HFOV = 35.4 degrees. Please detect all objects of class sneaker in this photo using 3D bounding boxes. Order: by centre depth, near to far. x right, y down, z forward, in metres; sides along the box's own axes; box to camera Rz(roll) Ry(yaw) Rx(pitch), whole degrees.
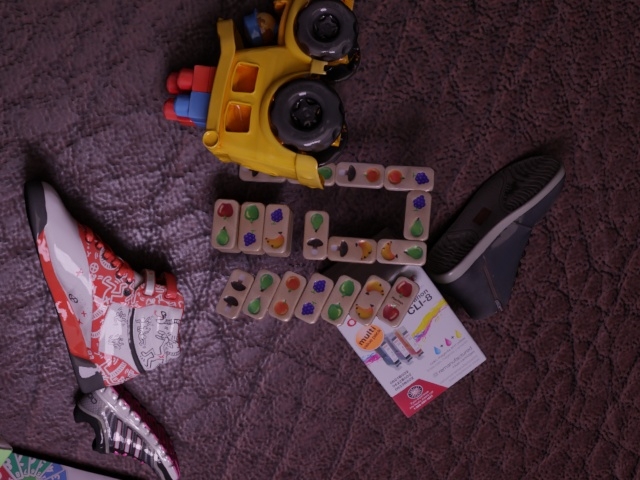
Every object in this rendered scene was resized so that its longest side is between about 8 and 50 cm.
[{"bbox_3d":[-0.246,0.039,1.175,0.145,0.090,0.270,-17,112,-14],"label":"sneaker"},{"bbox_3d":[-0.246,0.248,1.261,0.075,0.063,0.170,-37,108,1],"label":"sneaker"},{"bbox_3d":[0.241,-0.005,1.294,0.222,0.083,0.118,-43,129,0],"label":"sneaker"}]

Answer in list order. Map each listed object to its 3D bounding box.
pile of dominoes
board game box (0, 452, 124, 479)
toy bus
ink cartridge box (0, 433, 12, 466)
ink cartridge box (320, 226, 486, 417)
[{"bbox_3d":[0.000,0.000,1.163,0.251,0.040,0.196,3,83,9],"label":"pile of dominoes"},{"bbox_3d":[-0.327,0.343,1.246,0.259,0.124,0.039,21,142,-22],"label":"board game box"},{"bbox_3d":[-0.066,-0.182,1.115,0.211,0.149,0.220,10,87,6],"label":"toy bus"},{"bbox_3d":[-0.506,0.272,1.107,0.273,0.198,0.115,-53,152,1],"label":"ink cartridge box"},{"bbox_3d":[0.095,0.099,1.256,0.128,0.127,0.176,-37,112,1],"label":"ink cartridge box"}]
